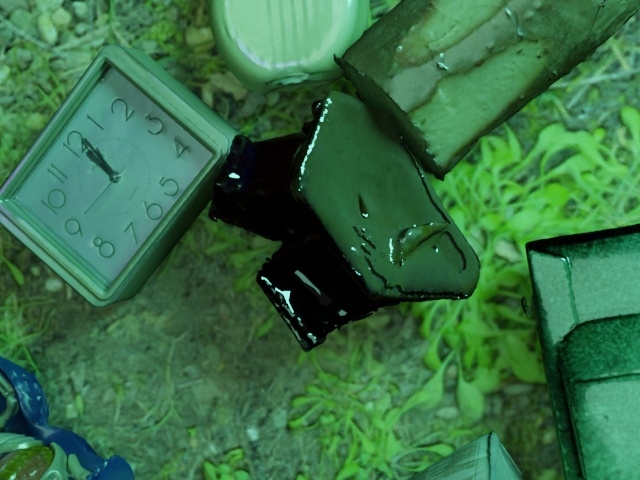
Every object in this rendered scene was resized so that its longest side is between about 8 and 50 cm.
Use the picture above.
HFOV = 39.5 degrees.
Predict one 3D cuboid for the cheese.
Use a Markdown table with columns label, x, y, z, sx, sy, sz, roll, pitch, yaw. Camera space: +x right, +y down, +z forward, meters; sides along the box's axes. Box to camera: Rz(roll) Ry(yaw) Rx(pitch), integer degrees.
| label | x | y | z | sx | sy | sz | roll | pitch | yaw |
| --- | --- | --- | --- | --- | --- | --- | --- | --- | --- |
| cheese | -0.032 | -0.239 | 0.748 | 0.137 | 0.064 | 0.227 | -6 | 95 | 7 |

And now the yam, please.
| label | x | y | z | sx | sy | sz | roll | pitch | yaw |
| --- | --- | --- | --- | --- | --- | --- | --- | --- | --- |
| yam | 0.139 | -0.167 | 0.696 | 0.238 | 0.129 | 0.128 | -39 | 73 | 8 |

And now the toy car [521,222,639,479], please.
| label | x | y | z | sx | sy | sz | roll | pitch | yaw |
| --- | --- | --- | --- | --- | --- | --- | --- | --- | --- |
| toy car | 0.251 | 0.150 | 0.714 | 0.141 | 0.097 | 0.321 | -10 | 93 | 11 |

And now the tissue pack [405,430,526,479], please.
| label | x | y | z | sx | sy | sz | roll | pitch | yaw |
| --- | --- | --- | --- | --- | --- | --- | --- | --- | --- |
| tissue pack | 0.074 | 0.276 | 0.712 | 0.225 | 0.185 | 0.124 | -34 | 89 | 11 |

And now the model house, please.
| label | x | y | z | sx | sy | sz | roll | pitch | yaw |
| --- | --- | --- | --- | --- | --- | --- | --- | --- | --- |
| model house | 0.003 | -0.010 | 0.731 | 0.164 | 0.141 | 0.203 | -13 | 110 | 54 |

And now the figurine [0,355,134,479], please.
| label | x | y | z | sx | sy | sz | roll | pitch | yaw |
| --- | --- | --- | --- | --- | --- | --- | --- | --- | --- |
| figurine | -0.284 | 0.214 | 0.811 | 0.262 | 0.121 | 0.164 | 33 | 73 | 28 |

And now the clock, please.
| label | x | y | z | sx | sy | sz | roll | pitch | yaw |
| --- | --- | --- | --- | --- | --- | --- | --- | --- | --- |
| clock | -0.178 | -0.057 | 0.786 | 0.147 | 0.071 | 0.192 | 41 | 101 | 4 |
